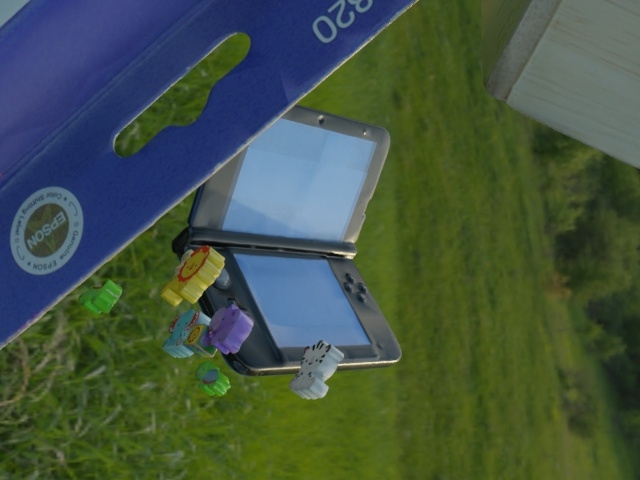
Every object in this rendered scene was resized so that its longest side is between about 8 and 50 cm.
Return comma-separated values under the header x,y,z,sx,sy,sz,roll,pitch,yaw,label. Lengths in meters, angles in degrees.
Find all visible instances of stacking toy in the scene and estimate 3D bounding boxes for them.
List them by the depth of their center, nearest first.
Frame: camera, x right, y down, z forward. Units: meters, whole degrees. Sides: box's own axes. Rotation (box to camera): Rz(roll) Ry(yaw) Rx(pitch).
x,y,z,sx,sy,sz,roll,pitch,yaw,label
-0.104,0.080,0.855,0.167,0.221,0.052,41,60,-26,stacking toy

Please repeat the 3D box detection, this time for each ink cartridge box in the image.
x,y,z,sx,sy,sz,roll,pitch,yaw,label
-0.134,-0.166,0.461,0.330,0.324,0.071,57,12,27,ink cartridge box

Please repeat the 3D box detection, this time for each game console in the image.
x,y,z,sx,sy,sz,roll,pitch,yaw,label
0.000,0.000,1.054,0.293,0.173,0.250,5,49,-50,game console

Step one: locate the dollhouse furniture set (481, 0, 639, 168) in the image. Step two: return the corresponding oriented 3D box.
x,y,z,sx,sy,sz,roll,pitch,yaw,label
0.261,-0.187,0.318,0.256,0.394,0.362,25,26,-3,dollhouse furniture set
